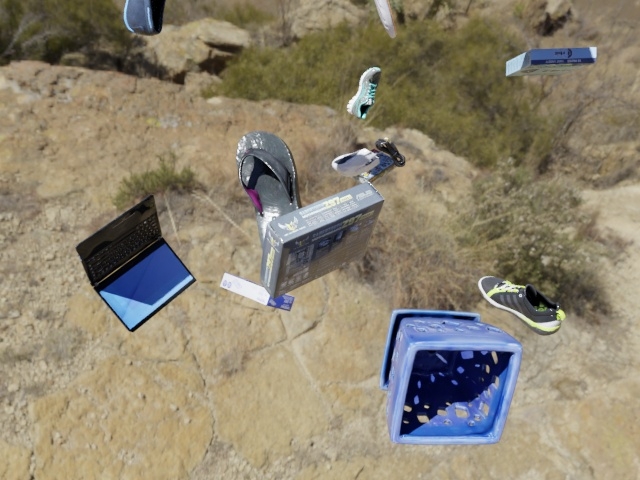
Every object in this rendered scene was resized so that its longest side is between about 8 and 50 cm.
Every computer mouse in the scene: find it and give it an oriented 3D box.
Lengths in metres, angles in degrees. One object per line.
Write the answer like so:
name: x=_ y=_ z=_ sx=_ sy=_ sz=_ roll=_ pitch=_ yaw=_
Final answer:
computer mouse: x=0.117 y=-0.204 z=1.527 sx=0.106 sy=0.193 sz=0.042 roll=39 pitch=45 yaw=-43

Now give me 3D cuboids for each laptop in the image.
laptop: x=-0.461 y=0.061 z=1.492 sx=0.137 sy=0.264 sz=0.234 roll=34 pitch=55 yaw=20

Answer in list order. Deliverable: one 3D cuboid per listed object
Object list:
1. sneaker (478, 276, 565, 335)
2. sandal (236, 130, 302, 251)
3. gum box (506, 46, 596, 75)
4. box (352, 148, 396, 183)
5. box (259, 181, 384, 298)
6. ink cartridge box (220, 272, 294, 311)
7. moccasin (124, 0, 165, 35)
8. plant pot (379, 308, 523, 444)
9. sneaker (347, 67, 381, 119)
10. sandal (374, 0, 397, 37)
sneaker: x=0.489 y=0.132 z=1.404 sx=0.084 sy=0.097 sz=0.235 roll=-29 pitch=43 yaw=-28
sandal: x=-0.140 y=-0.146 z=1.579 sx=0.107 sy=0.168 sz=0.445 roll=37 pitch=27 yaw=-56
gum box: x=0.575 y=-0.449 z=1.466 sx=0.157 sy=0.041 sz=0.184 roll=-1 pitch=8 yaw=0
box: x=0.149 y=-0.217 z=1.713 sx=0.094 sy=0.027 sz=0.137 roll=31 pitch=50 yaw=31
box: x=0.000 y=0.000 z=1.115 sx=0.233 sy=0.183 sz=0.059 roll=-25 pitch=61 yaw=-27
ink cartridge box: x=-0.179 y=0.144 z=1.631 sx=0.207 sy=0.046 sz=0.097 roll=14 pitch=-6 yaw=44
moccasin: x=-0.451 y=-0.745 z=1.628 sx=0.117 sy=0.341 sz=0.138 roll=23 pitch=23 yaw=23
plant pot: x=0.251 y=0.268 z=1.218 sx=0.236 sy=0.235 sz=0.212 roll=4 pitch=18 yaw=-8
sneaker: x=0.146 y=-0.439 z=1.759 sx=0.065 sy=0.166 sz=0.076 roll=4 pitch=39 yaw=-30
sandal: x=0.129 y=-0.539 z=1.154 sx=0.076 sy=0.265 sz=0.101 roll=-21 pitch=39 yaw=7
